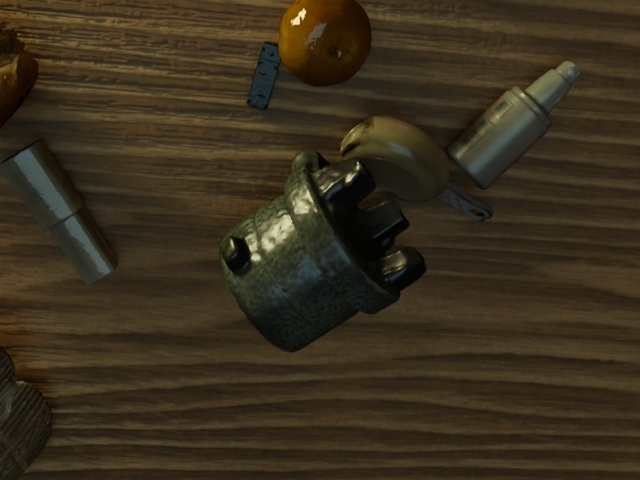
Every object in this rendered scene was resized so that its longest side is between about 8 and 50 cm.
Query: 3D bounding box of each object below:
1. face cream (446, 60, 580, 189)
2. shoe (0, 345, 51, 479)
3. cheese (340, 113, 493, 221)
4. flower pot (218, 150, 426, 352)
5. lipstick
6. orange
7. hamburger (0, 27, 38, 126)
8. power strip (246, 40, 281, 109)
[{"bbox_3d":[0.335,-0.204,1.379,0.251,0.101,0.101,-44,106,10],"label":"face cream"},{"bbox_3d":[-0.624,0.284,1.455,0.198,0.172,0.351,16,132,28],"label":"shoe"},{"bbox_3d":[0.171,-0.108,1.384,0.286,0.163,0.082,32,68,-18],"label":"cheese"},{"bbox_3d":[0.000,0.000,1.343,0.282,0.299,0.299,-31,108,16],"label":"flower pot"},{"bbox_3d":[-0.441,-0.046,1.391,0.077,0.079,0.253,-29,109,5],"label":"lipstick"},{"bbox_3d":[0.004,-0.327,1.308,0.154,0.134,0.155,-12,128,-15],"label":"orange"},{"bbox_3d":[-0.573,-0.237,1.232,0.211,0.261,0.245,41,134,-15],"label":"hamburger"},{"bbox_3d":[-0.093,-0.277,1.363,0.037,0.029,0.111,16,109,-9],"label":"power strip"}]
